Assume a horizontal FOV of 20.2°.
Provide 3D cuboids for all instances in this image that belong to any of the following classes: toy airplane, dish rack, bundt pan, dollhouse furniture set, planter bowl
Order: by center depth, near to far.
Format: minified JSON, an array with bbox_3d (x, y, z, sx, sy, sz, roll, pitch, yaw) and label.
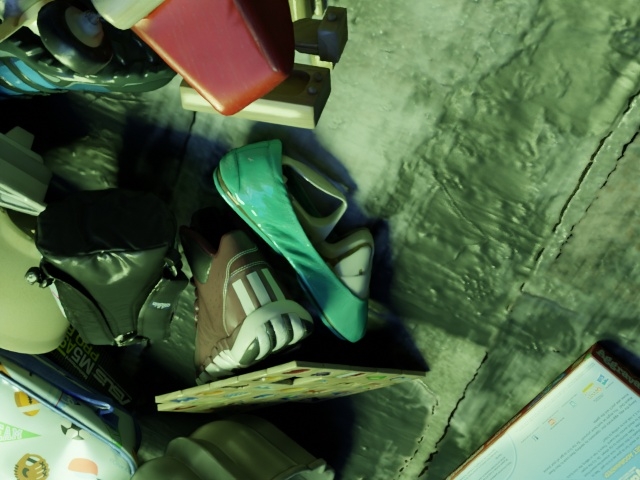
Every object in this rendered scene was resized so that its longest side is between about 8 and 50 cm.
[{"bbox_3d":[-0.155,-0.311,1.342,0.386,0.272,0.384,14,101,25],"label":"toy airplane"},{"bbox_3d":[-0.054,-0.195,1.459,0.144,0.151,0.123,10,137,14],"label":"dollhouse furniture set"},{"bbox_3d":[-0.413,-0.121,1.666,0.285,0.072,0.333,17,173,25],"label":"dish rack"},{"bbox_3d":[-0.308,0.023,1.829,0.162,0.162,0.109,31,113,-6],"label":"planter bowl"},{"bbox_3d":[-0.146,0.315,1.936,0.124,0.331,0.331,45,143,18],"label":"bundt pan"}]

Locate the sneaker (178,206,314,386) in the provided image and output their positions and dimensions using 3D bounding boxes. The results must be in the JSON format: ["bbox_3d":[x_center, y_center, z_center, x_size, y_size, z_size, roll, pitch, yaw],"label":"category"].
[{"bbox_3d":[-0.089,0.049,1.793,0.162,0.106,0.281,65,160,7],"label":"sneaker"}]

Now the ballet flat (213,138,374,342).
[{"bbox_3d":[0.000,0.000,1.696,0.087,0.083,0.247,-27,122,20],"label":"ballet flat"}]

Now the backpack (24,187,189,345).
[{"bbox_3d":[-0.194,0.027,1.735,0.152,0.115,0.182,0,149,3],"label":"backpack"}]

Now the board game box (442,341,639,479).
[{"bbox_3d":[0.242,0.231,1.800,0.145,0.027,0.281,41,128,-2],"label":"board game box"}]

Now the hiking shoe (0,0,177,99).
[{"bbox_3d":[-0.260,-0.183,1.633,0.304,0.113,0.132,10,163,14],"label":"hiking shoe"}]

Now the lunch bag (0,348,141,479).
[{"bbox_3d":[-0.347,0.223,1.937,0.303,0.115,0.243,34,106,-16],"label":"lunch bag"}]

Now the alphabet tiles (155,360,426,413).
[{"bbox_3d":[-0.044,0.153,1.836,0.237,0.009,0.198,-17,163,39],"label":"alphabet tiles"}]

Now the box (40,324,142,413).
[{"bbox_3d":[-0.369,0.147,2.045,0.270,0.060,0.216,-16,126,38],"label":"box"}]
